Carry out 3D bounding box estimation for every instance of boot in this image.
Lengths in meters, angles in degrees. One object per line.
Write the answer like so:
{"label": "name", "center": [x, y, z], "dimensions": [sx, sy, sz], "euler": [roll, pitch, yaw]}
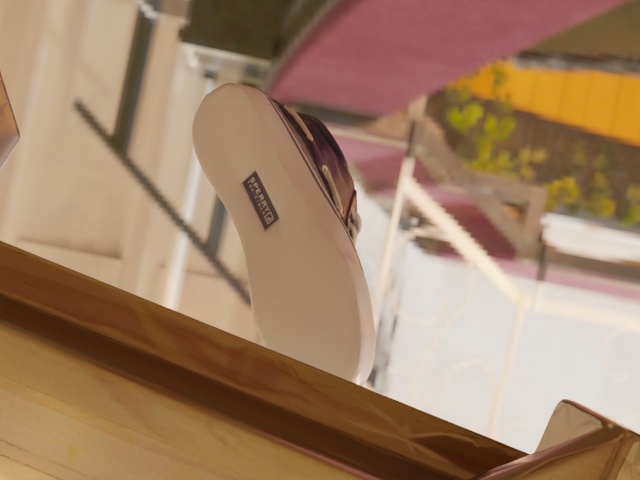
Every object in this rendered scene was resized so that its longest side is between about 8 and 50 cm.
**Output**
{"label": "boot", "center": [0.000, 0.000, 0.859], "dimensions": [0.069, 0.190, 0.086], "euler": [-33, 154, 28]}

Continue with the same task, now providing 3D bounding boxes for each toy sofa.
{"label": "toy sofa", "center": [-0.080, 0.080, 0.557], "dimensions": [0.363, 0.177, 0.150], "euler": [22, 179, 0]}

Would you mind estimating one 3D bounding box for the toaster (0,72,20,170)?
{"label": "toaster", "center": [-0.375, -0.117, 1.421], "dimensions": [0.168, 0.185, 0.110], "euler": [1, -142, 13]}
